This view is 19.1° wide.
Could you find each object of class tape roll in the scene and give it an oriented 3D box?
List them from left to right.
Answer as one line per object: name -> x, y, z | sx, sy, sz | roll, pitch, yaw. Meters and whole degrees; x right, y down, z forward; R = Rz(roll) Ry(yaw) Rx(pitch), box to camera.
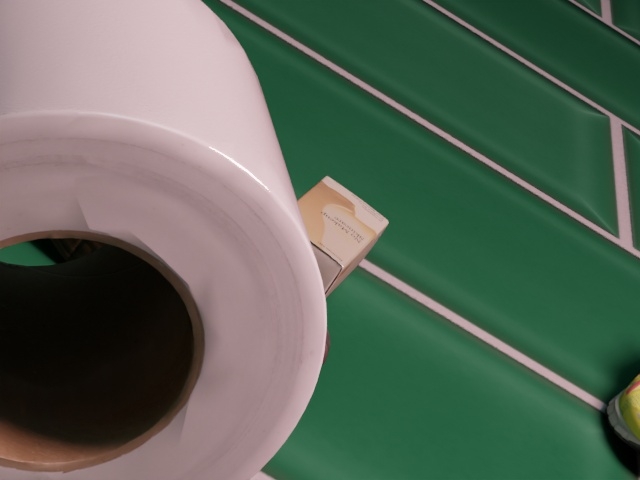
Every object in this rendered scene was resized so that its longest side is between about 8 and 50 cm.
tape roll -> -0.130, 0.005, 0.895 | 0.246, 0.246, 0.169 | 22, 26, -25

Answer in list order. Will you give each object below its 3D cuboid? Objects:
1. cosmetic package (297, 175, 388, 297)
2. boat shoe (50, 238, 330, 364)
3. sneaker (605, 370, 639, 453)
cosmetic package -> 0.000, 0.000, 1.320 | 0.060, 0.041, 0.115 | 36, 24, 3
boat shoe -> -0.085, 0.010, 1.157 | 0.223, 0.080, 0.073 | 42, 19, 4
sneaker -> 0.274, 0.104, 1.410 | 0.081, 0.094, 0.208 | 36, 25, 1
